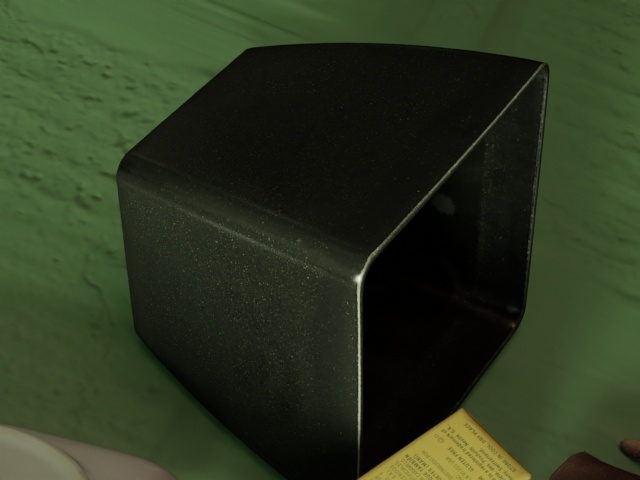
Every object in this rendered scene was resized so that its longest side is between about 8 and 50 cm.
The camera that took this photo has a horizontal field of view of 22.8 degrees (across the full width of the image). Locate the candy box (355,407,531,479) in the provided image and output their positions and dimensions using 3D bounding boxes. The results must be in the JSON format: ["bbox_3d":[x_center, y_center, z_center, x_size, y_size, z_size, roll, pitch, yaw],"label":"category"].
[{"bbox_3d":[0.006,0.167,0.728,0.186,0.109,0.053,-29,60,-31],"label":"candy box"}]

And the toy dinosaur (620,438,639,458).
[{"bbox_3d":[0.320,0.129,0.832,0.295,0.127,0.200,-7,74,-3],"label":"toy dinosaur"}]

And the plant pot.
[{"bbox_3d":[0.000,0.000,0.836,0.167,0.187,0.188,24,47,24],"label":"plant pot"}]

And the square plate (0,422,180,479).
[{"bbox_3d":[-0.244,0.148,0.649,0.344,0.049,0.347,13,26,0],"label":"square plate"}]

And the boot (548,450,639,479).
[{"bbox_3d":[0.163,0.215,0.737,0.207,0.090,0.248,12,46,32],"label":"boot"}]
